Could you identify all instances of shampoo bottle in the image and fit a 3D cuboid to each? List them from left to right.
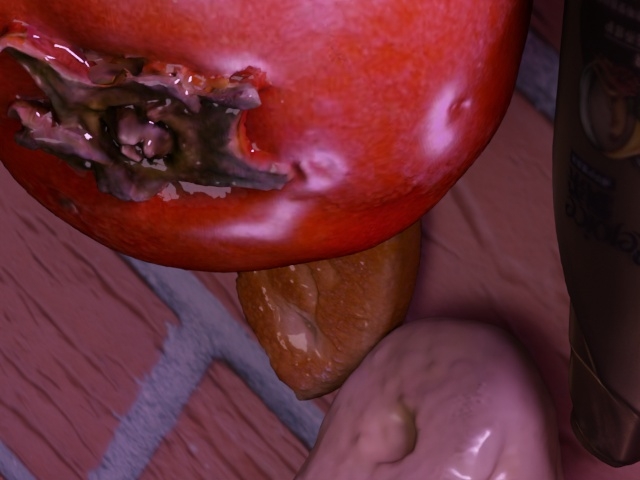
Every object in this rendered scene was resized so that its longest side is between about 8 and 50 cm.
[{"bbox_3d":[0.177,-0.032,0.875,0.125,0.084,0.350,44,144,44],"label":"shampoo bottle"}]

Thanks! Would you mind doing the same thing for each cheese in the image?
[{"bbox_3d":[0.057,0.190,1.035,0.173,0.248,0.251,9,115,35],"label":"cheese"}]

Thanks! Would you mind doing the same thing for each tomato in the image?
[{"bbox_3d":[-0.049,-0.154,0.840,0.325,0.290,0.293,11,142,14],"label":"tomato"}]

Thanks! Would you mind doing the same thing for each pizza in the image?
[{"bbox_3d":[0.004,0.005,1.095,0.134,0.056,0.271,23,132,29],"label":"pizza"}]
